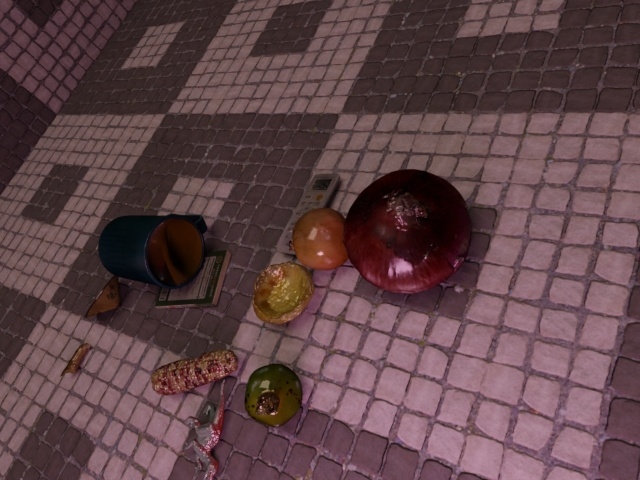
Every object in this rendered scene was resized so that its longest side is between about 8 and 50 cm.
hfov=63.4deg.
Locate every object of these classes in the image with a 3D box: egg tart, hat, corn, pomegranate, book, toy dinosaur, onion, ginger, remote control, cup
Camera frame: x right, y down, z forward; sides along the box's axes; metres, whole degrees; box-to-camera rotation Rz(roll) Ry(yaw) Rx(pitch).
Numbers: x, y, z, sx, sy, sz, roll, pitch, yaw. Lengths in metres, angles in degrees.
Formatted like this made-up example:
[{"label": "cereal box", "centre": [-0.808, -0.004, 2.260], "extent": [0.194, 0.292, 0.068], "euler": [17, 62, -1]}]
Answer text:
[{"label": "egg tart", "centre": [-0.105, 0.160, 1.534], "extent": [0.212, 0.090, 0.213], "euler": [-14, 56, 23]}, {"label": "hat", "centre": [-0.772, 0.220, 1.904], "extent": [0.193, 0.082, 0.193], "euler": [-53, 10, 14]}, {"label": "corn", "centre": [-0.368, 0.385, 1.536], "extent": [0.289, 0.098, 0.098], "euler": [-22, 52, 16]}, {"label": "pomegranate", "centre": [0.003, -0.003, 1.507], "extent": [0.191, 0.191, 0.191], "euler": [-15, 54, 22]}, {"label": "book", "centre": [-0.442, 0.136, 1.791], "extent": [0.264, 0.027, 0.202], "euler": [-7, 56, 28]}, {"label": "toy dinosaur", "centre": [-0.298, 0.516, 1.440], "extent": [0.167, 0.053, 0.242], "euler": [19, 71, 37]}, {"label": "onion", "centre": [0.219, -0.044, 1.342], "extent": [0.347, 0.285, 0.348], "euler": [-5, 66, 10]}, {"label": "pomegranate", "centre": [-0.125, 0.401, 1.324], "extent": [0.159, 0.205, 0.159], "euler": [0, 86, 4]}, {"label": "ginger", "centre": [-0.871, 0.429, 1.847], "extent": [0.057, 0.044, 0.137], "euler": [-52, 15, 57]}, {"label": "remote control", "centre": [-0.032, -0.084, 1.680], "extent": [0.109, 0.055, 0.313], "euler": [5, 58, 41]}, {"label": "cup", "centre": [-0.574, 0.003, 1.785], "extent": [0.292, 0.242, 0.308], "euler": [3, 64, 36]}]
